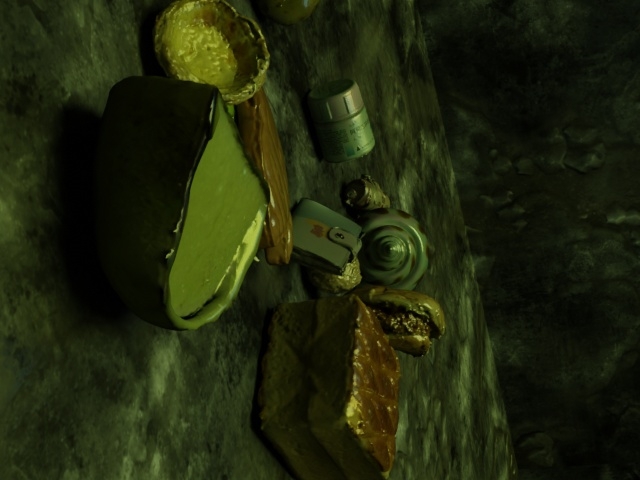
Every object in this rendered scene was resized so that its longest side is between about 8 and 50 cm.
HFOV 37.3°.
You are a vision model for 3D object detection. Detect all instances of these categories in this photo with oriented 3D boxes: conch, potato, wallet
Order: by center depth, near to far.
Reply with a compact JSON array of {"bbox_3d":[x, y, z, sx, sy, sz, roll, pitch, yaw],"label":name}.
[{"bbox_3d":[-0.228,-0.030,1.292,0.330,0.213,0.280,63,43,-65],"label":"potato"},{"bbox_3d":[0.000,0.000,1.977,0.231,0.170,0.069,-61,174,-62],"label":"wallet"},{"bbox_3d":[-0.073,-0.559,2.001,0.154,0.137,0.200,-59,139,-60],"label":"potato"},{"bbox_3d":[0.163,0.043,2.352,0.368,0.197,0.249,12,91,-64],"label":"conch"}]

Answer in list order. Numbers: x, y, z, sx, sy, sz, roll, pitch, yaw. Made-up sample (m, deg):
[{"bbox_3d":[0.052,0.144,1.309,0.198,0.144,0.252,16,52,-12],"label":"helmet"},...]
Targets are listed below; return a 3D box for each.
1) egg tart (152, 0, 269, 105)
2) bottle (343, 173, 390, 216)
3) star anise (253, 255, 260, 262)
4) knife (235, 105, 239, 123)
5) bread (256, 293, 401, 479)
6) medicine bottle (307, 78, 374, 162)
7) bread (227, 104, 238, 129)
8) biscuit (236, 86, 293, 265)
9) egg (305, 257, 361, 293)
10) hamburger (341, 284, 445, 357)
[{"bbox_3d":[-0.186,-0.304,1.559,0.212,0.090,0.212,14,61,-26],"label":"egg tart"},{"bbox_3d":[0.114,-0.112,2.424,0.152,0.099,0.099,36,48,-60],"label":"bottle"},{"bbox_3d":[-0.155,-0.038,1.648,0.204,0.061,0.180,-51,136,-67],"label":"star anise"},{"bbox_3d":[-0.138,-0.254,1.855,0.166,0.022,0.078,-55,149,-63],"label":"knife"},{"bbox_3d":[0.024,0.288,1.809,0.279,0.207,0.279,63,27,-46],"label":"bread"},{"bbox_3d":[0.047,-0.283,2.241,0.135,0.135,0.168,-66,142,-57],"label":"medicine bottle"},{"bbox_3d":[-0.185,-0.217,1.639,0.130,0.071,0.139,43,42,-55],"label":"bread"},{"bbox_3d":[-0.096,-0.116,1.731,0.312,0.057,0.351,73,9,-56],"label":"biscuit"},{"bbox_3d":[0.029,0.063,2.068,0.118,0.116,0.140,56,26,-4],"label":"egg"},{"bbox_3d":[0.150,0.176,2.114,0.283,0.259,0.144,91,13,-86],"label":"hamburger"}]
